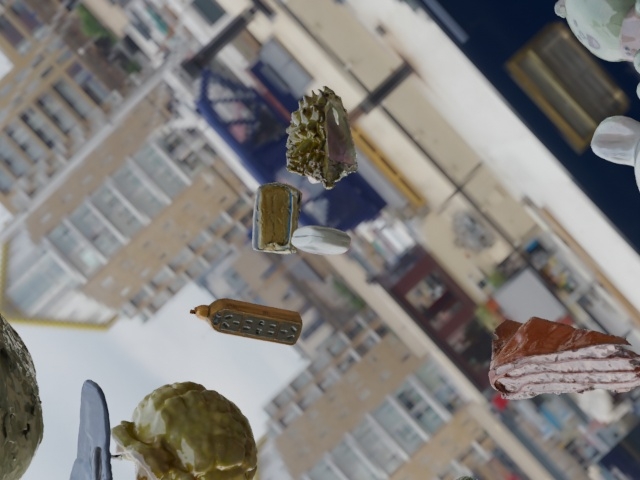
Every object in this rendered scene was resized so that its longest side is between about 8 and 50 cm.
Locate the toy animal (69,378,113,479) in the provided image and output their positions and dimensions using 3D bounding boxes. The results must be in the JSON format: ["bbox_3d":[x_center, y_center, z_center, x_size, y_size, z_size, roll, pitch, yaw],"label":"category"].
[{"bbox_3d":[-0.180,0.233,0.919,0.176,0.255,0.239,19,-139,-33],"label":"toy animal"}]

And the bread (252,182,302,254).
[{"bbox_3d":[-0.065,-0.034,1.905,0.072,0.106,0.053,4,174,13],"label":"bread"}]

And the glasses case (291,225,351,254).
[{"bbox_3d":[0.000,0.000,0.990,0.032,0.021,0.083,12,176,-14],"label":"glasses case"}]

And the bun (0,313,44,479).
[{"bbox_3d":[-0.383,0.128,1.263,0.287,0.146,0.287,41,-155,-24],"label":"bun"}]

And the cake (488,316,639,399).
[{"bbox_3d":[0.354,0.180,1.850,0.287,0.135,0.098,0,124,50],"label":"cake"}]

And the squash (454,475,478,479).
[{"bbox_3d":[0.232,0.429,1.987,0.069,0.069,0.239,47,-168,-6],"label":"squash"}]

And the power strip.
[{"bbox_3d":[-0.107,0.119,1.891,0.178,0.049,0.028,12,-157,-20],"label":"power strip"}]

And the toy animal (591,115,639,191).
[{"bbox_3d":[0.536,-0.075,1.812,0.241,0.196,0.368,86,165,-52],"label":"toy animal"}]

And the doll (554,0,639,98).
[{"bbox_3d":[0.406,-0.284,1.683,0.155,0.113,0.275,56,-179,-43],"label":"doll"}]

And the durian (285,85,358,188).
[{"bbox_3d":[0.000,-0.126,1.701,0.224,0.078,0.140,12,-112,-75],"label":"durian"}]

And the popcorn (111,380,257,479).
[{"bbox_3d":[-0.167,0.259,1.575,0.180,0.170,0.180,61,-174,-10],"label":"popcorn"}]
